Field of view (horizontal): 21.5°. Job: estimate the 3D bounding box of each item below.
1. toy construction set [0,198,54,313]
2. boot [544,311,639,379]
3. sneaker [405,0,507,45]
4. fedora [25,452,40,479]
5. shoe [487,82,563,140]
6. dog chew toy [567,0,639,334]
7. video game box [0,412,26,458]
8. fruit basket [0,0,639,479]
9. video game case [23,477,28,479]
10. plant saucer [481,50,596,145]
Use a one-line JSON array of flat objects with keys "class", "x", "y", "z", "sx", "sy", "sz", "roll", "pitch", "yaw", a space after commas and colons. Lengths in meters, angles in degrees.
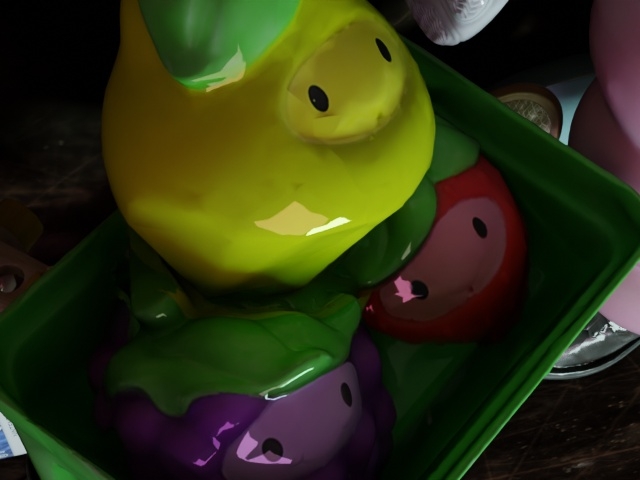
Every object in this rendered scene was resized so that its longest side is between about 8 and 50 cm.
[{"class": "toy construction set", "x": -0.179, "y": 0.009, "z": 1.076, "sx": 0.309, "sy": 0.257, "sz": 0.237, "roll": -30, "pitch": 143, "yaw": -17}, {"class": "boot", "x": 0.248, "y": -0.005, "z": 1.307, "sx": 0.263, "sy": 0.091, "sz": 0.229, "roll": -20, "pitch": 147, "yaw": -1}, {"class": "sneaker", "x": 0.135, "y": -0.200, "z": 0.937, "sx": 0.153, "sy": 0.101, "sz": 0.268, "roll": -20, "pitch": 167, "yaw": -18}, {"class": "fedora", "x": -0.065, "y": 0.095, "z": 1.262, "sx": 0.334, "sy": 0.334, "sz": 0.152, "roll": -12, "pitch": 122, "yaw": -7}, {"class": "shoe", "x": 0.087, "y": -0.043, "z": 1.173, "sx": 0.076, "sy": 0.058, "sz": 0.219, "roll": 33, "pitch": 128, "yaw": -16}, {"class": "dog chew toy", "x": 0.252, "y": -0.068, "z": 1.084, "sx": 0.206, "sy": 0.207, "sz": 0.332, "roll": -5, "pitch": 136, "yaw": -20}, {"class": "video game box", "x": -0.344, "y": 0.143, "z": 1.384, "sx": 0.205, "sy": 0.048, "sz": 0.187, "roll": -13, "pitch": 150, "yaw": -6}, {"class": "fruit basket", "x": 0.000, "y": 0.000, "z": 0.929, "sx": 0.392, "sy": 0.283, "sz": 0.392, "roll": -50, "pitch": 166, "yaw": -18}, {"class": "video game case", "x": -0.162, "y": 0.213, "z": 1.633, "sx": 0.196, "sy": 0.026, "sz": 0.274, "roll": 12, "pitch": 141, "yaw": -41}, {"class": "plant saucer", "x": 0.187, "y": -0.056, "z": 1.296, "sx": 0.317, "sy": 0.044, "sz": 0.317, "roll": -12, "pitch": 152, "yaw": -7}]
